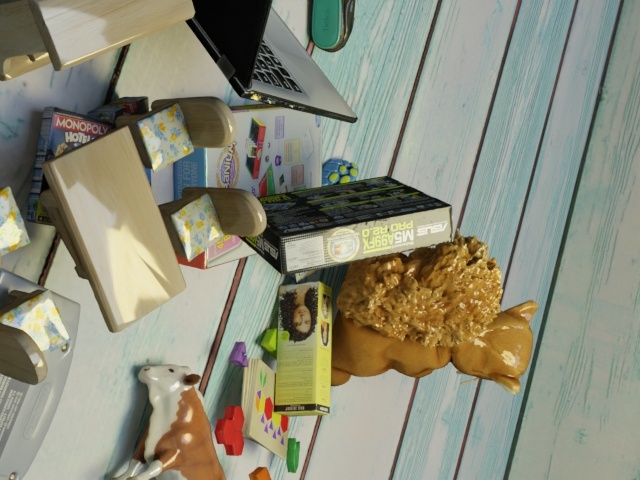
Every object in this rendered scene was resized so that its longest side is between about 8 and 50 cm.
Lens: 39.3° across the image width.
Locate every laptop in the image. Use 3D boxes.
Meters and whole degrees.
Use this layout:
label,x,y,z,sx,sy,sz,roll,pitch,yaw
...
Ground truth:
label,x,y,z,sx,sy,sz,roll,pitch,yaw
laptop,-0.089,-0.378,1.090,0.236,0.382,0.408,-44,157,24

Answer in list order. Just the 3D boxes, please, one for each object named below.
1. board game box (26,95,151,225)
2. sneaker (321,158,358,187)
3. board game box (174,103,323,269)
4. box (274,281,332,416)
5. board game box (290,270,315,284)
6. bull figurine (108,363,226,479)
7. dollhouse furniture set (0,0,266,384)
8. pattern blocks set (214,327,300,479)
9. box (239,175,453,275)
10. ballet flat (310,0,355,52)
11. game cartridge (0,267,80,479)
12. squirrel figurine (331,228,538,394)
label,x,y,z,sx,sy,sz,roll,pitch,yaw
board game box,-0.296,-0.108,1.183,0.194,0.060,0.194,12,85,-53
sneaker,0.019,-0.078,1.687,0.078,0.067,0.188,104,7,-58
board game box,-0.109,-0.102,1.470,0.317,0.064,0.242,-16,111,-55
box,-0.029,0.193,1.598,0.058,0.087,0.232,31,55,-58
board game box,0.000,0.000,1.557,0.136,0.035,0.201,-36,165,-10
bull figurine,-0.225,0.339,1.377,0.188,0.101,0.310,-45,131,-37
dollhouse furniture set,-0.237,-0.088,1.004,0.362,0.257,0.394,-35,118,-39
pattern blocks set,-0.096,0.292,1.560,0.324,0.026,0.285,62,30,-49
box,0.030,-0.029,1.342,0.270,0.216,0.060,-11,109,-21
ballet flat,0.028,-0.474,1.574,0.096,0.095,0.280,-37,139,-59
game cartridge,-0.408,0.189,1.099,0.196,0.060,0.294,37,67,-50
squirrel figurine,0.220,0.154,1.673,0.397,0.371,0.281,89,21,-65
